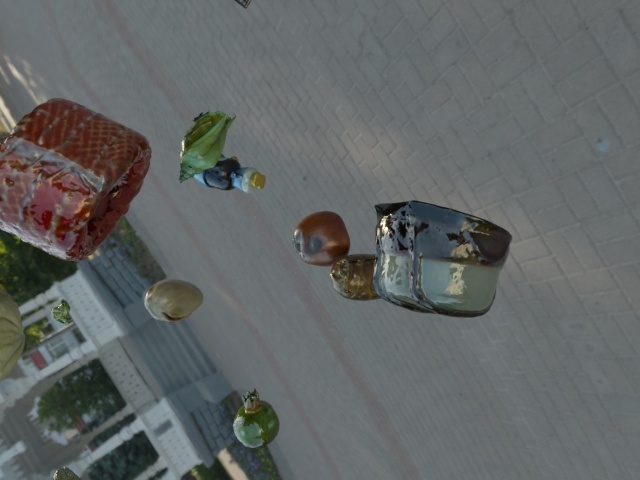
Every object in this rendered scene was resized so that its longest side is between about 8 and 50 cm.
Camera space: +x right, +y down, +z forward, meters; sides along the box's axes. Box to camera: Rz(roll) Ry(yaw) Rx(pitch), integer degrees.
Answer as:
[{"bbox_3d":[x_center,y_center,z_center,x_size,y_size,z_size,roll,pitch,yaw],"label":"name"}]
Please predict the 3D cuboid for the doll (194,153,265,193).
[{"bbox_3d":[-0.363,-0.258,1.847,0.313,0.141,0.177,14,180,15],"label":"doll"}]

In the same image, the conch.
[{"bbox_3d":[-0.278,-0.224,1.153,0.094,0.201,0.079,23,167,-22],"label":"conch"}]

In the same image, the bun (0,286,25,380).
[{"bbox_3d":[-0.581,0.150,0.823,0.220,0.134,0.221,13,107,49],"label":"bun"}]

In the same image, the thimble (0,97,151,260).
[{"bbox_3d":[-0.551,-0.134,1.089,0.230,0.351,0.350,29,156,-11],"label":"thimble"}]

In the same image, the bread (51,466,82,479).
[{"bbox_3d":[-0.834,0.827,1.605,0.157,0.094,0.083,58,-174,10],"label":"bread"}]

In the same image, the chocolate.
[{"bbox_3d":[0.220,0.053,0.958,0.283,0.186,0.283,18,171,3],"label":"chocolate"}]

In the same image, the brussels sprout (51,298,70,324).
[{"bbox_3d":[-0.852,0.231,1.607,0.085,0.058,0.085,-172,90,-71],"label":"brussels sprout"}]

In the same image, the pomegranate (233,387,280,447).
[{"bbox_3d":[-0.216,0.591,1.627,0.159,0.159,0.205,22,125,50],"label":"pomegranate"}]

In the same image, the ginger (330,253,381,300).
[{"bbox_3d":[0.195,0.131,1.845,0.254,0.417,0.176,-5,90,59],"label":"ginger"}]

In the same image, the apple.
[{"bbox_3d":[0.000,0.000,1.897,0.230,0.229,0.230,41,149,31],"label":"apple"}]

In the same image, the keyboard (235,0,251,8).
[{"bbox_3d":[-0.145,-0.644,1.127,0.067,0.202,0.011,32,-169,-20],"label":"keyboard"}]

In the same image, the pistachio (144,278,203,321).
[{"bbox_3d":[-0.477,0.192,1.593,0.144,0.144,0.215,49,-164,18],"label":"pistachio"}]
